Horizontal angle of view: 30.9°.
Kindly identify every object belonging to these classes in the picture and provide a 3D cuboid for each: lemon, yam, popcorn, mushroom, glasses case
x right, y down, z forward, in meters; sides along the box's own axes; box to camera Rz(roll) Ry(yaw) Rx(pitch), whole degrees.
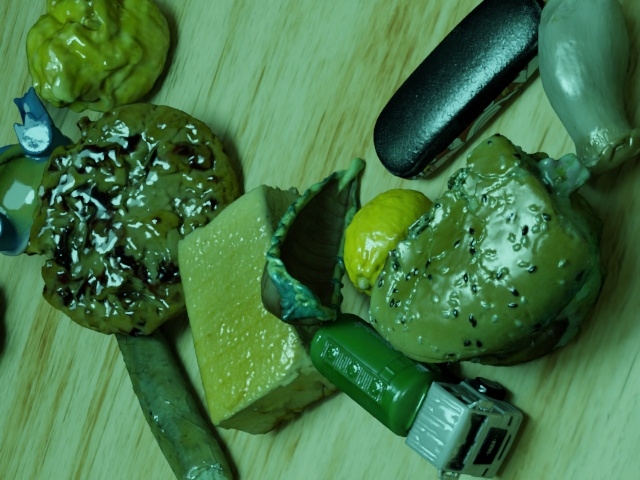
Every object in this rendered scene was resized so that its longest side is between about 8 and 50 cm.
[{"bbox_3d":[0.083,0.005,1.316,0.114,0.114,0.155,-22,23,40],"label":"lemon"},{"bbox_3d":[-0.220,0.208,1.617,0.083,0.083,0.371,-53,47,22],"label":"yam"},{"bbox_3d":[-0.337,-0.298,1.789,0.190,0.191,0.253,-3,62,29],"label":"popcorn"},{"bbox_3d":[0.279,-0.168,1.198,0.097,0.088,0.212,-14,72,13],"label":"mushroom"},{"bbox_3d":[0.161,-0.179,1.333,0.267,0.067,0.103,-45,53,27],"label":"glasses case"}]

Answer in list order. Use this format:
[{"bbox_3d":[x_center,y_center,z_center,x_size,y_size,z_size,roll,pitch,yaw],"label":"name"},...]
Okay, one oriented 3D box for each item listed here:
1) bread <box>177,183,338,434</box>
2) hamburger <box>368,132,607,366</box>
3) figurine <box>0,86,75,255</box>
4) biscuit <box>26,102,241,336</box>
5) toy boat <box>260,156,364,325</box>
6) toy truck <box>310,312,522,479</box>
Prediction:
[{"bbox_3d":[-0.074,0.086,1.475,0.185,0.114,0.274,-35,58,30],"label":"bread"},{"bbox_3d":[0.184,0.036,1.179,0.288,0.168,0.192,-53,47,23],"label":"hamburger"},{"bbox_3d":[-0.443,-0.084,1.800,0.416,0.243,0.298,18,89,47],"label":"figurine"},{"bbox_3d":[-0.270,-0.033,1.617,0.289,0.081,0.334,19,88,8],"label":"biscuit"},{"bbox_3d":[-0.006,0.005,1.375,0.099,0.108,0.293,-44,14,33],"label":"toy boat"},{"bbox_3d":[0.097,0.162,1.268,0.242,0.125,0.101,34,103,44],"label":"toy truck"}]
